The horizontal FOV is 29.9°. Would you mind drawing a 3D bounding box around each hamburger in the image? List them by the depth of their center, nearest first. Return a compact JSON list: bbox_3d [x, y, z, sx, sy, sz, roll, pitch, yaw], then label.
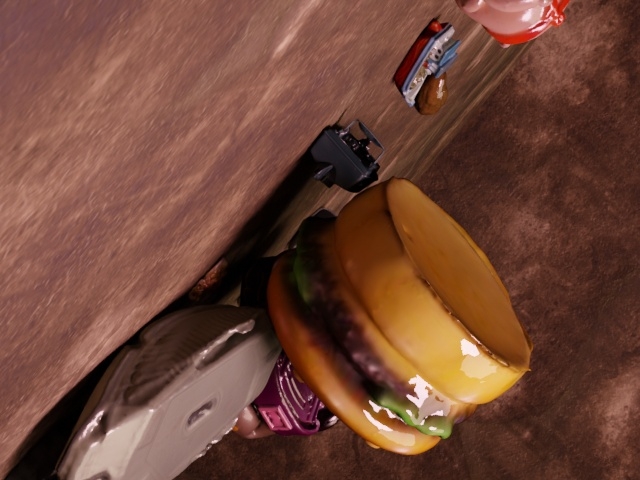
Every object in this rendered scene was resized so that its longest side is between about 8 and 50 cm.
[{"bbox_3d":[0.101,0.124,1.768,0.277,0.396,0.396,-39,178,19],"label":"hamburger"}]

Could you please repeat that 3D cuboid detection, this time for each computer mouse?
[{"bbox_3d":[-0.228,0.217,1.698,0.429,0.145,0.228,-36,151,-41],"label":"computer mouse"}]

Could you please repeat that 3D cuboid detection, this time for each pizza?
[{"bbox_3d":[-0.158,0.059,1.770,0.078,0.025,0.083,-49,174,29],"label":"pizza"}]

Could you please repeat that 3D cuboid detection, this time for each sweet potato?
[{"bbox_3d":[0.203,-0.261,2.230,0.053,0.054,0.182,-38,174,-14],"label":"sweet potato"}]

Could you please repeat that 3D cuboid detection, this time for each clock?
[{"bbox_3d":[-0.396,0.334,1.727,0.215,0.042,0.215,-48,174,-6],"label":"clock"}]

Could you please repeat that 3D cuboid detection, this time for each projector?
[{"bbox_3d":[0.000,0.000,2.272,0.083,0.083,0.082,-40,170,-50],"label":"projector"}]

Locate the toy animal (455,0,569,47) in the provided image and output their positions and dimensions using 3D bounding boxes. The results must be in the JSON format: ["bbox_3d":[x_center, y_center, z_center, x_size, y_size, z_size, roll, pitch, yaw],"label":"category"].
[{"bbox_3d":[0.274,-0.360,1.649,0.171,0.171,0.197,-48,167,-1],"label":"toy animal"}]

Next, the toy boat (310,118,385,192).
[{"bbox_3d":[0.050,-0.122,1.790,0.103,0.093,0.246,-42,175,8],"label":"toy boat"}]

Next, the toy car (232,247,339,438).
[{"bbox_3d":[-0.095,0.174,2.014,0.271,0.240,0.341,65,33,-37],"label":"toy car"}]

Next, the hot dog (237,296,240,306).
[{"bbox_3d":[-0.120,0.093,2.259,0.090,0.030,0.034,-48,176,1],"label":"hot dog"}]

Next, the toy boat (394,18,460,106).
[{"bbox_3d":[0.161,-0.266,1.835,0.069,0.059,0.173,-44,173,-36],"label":"toy boat"}]
